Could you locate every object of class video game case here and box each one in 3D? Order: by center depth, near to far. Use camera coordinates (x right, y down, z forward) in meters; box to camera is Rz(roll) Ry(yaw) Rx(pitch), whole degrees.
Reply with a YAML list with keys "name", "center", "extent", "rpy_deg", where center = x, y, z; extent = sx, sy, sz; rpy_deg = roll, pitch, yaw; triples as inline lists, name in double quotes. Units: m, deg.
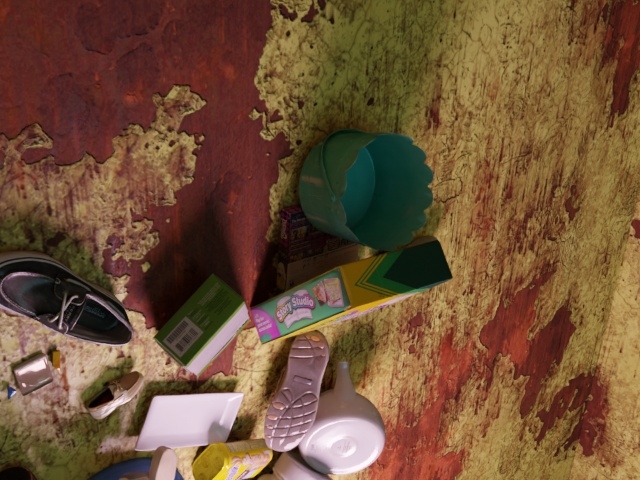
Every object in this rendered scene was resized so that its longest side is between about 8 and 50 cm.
- name: "video game case"
  center: [0.000, 0.000, 2.061]
  extent: [0.232, 0.042, 0.210]
  rpy_deg: [-17, 124, -37]

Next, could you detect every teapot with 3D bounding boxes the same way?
- name: "teapot"
  center: [0.049, 0.492, 2.312]
  extent: [0.256, 0.187, 0.252]
  rpy_deg: [-37, 120, 15]

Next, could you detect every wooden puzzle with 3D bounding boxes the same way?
- name: "wooden puzzle"
  center: [-0.566, 0.263, 1.699]
  extent: [0.116, 0.014, 0.078]
  rpy_deg: [-21, 122, -35]

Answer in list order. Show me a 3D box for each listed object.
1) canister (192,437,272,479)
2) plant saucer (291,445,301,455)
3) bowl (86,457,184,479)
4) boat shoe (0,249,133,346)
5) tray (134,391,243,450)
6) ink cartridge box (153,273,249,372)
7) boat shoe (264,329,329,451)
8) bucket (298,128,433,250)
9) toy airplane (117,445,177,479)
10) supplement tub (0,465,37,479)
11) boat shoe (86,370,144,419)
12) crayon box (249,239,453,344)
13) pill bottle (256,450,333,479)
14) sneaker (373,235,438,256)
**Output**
- name: "canister"
  center: [-0.216, 0.550, 2.143]
  extent: [0.170, 0.073, 0.126]
  rpy_deg: [6, 133, -48]
- name: "plant saucer"
  center: [-0.057, 0.579, 2.376]
  extent: [0.083, 0.015, 0.083]
  rpy_deg: [-24, 129, -33]
- name: "bowl"
  center: [-0.465, 0.695, 2.009]
  extent: [0.391, 0.077, 0.391]
  rpy_deg: [-23, 128, -33]
- name: "boat shoe"
  center: [-0.477, 0.112, 1.612]
  extent: [0.335, 0.119, 0.121]
  rpy_deg: [27, 94, -49]
- name: "tray"
  center: [-0.309, 0.417, 2.025]
  extent: [0.270, 0.030, 0.145]
  rpy_deg: [8, 108, -46]
- name: "ink cartridge box"
  center: [-0.255, 0.197, 1.909]
  extent: [0.189, 0.097, 0.255]
  rpy_deg: [-48, 172, -12]
- name: "boat shoe"
  center: [-0.053, 0.374, 2.168]
  extent: [0.116, 0.123, 0.324]
  rpy_deg: [-79, -169, -84]
- name: "bucket"
  center: [0.098, -0.119, 1.941]
  extent: [0.281, 0.183, 0.281]
  rpy_deg: [-11, 106, -39]
- name: "toy airplane"
  center: [-0.402, 0.690, 1.853]
  extent: [0.386, 0.272, 0.384]
  rpy_deg: [-69, 168, -47]
- name: "supplement tub"
  center: [-0.603, 0.561, 1.773]
  extent: [0.106, 0.106, 0.198]
  rpy_deg: [-35, 135, -24]
- name: "boat shoe"
  center: [-0.436, 0.324, 1.831]
  extent: [0.135, 0.050, 0.045]
  rpy_deg: [-43, 142, -17]
- name: "crayon box"
  center: [0.065, 0.124, 1.981]
  extent: [0.313, 0.363, 0.106]
  rpy_deg: [-14, 81, -39]
- name: "pill bottle"
  center: [-0.125, 0.751, 2.273]
  extent: [0.361, 0.204, 0.204]
  rpy_deg: [-55, 139, -2]
- name: "sneaker"
  center: [0.227, 0.054, 2.279]
  extent: [0.237, 0.085, 0.086]
  rpy_deg: [-18, 115, -35]
